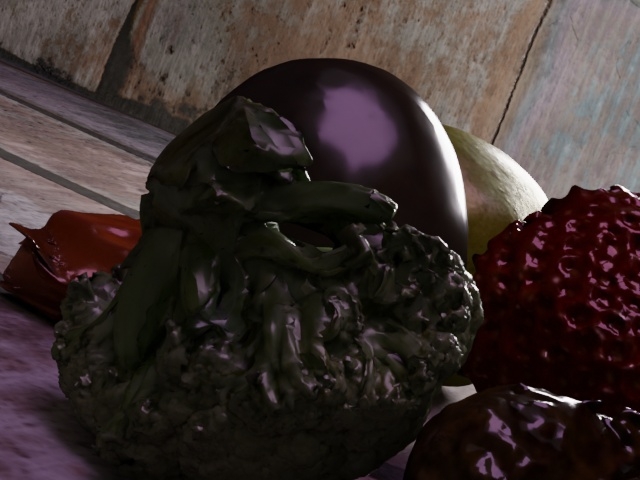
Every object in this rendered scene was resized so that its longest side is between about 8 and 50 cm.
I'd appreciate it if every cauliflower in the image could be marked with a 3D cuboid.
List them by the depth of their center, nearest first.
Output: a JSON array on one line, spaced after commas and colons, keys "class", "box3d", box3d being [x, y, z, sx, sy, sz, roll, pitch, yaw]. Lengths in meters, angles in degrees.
[{"class": "cauliflower", "box3d": [-0.041, 0.036, 1.038, 0.275, 0.250, 0.272, -13, 7, -3]}]

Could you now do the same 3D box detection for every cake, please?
[{"class": "cake", "box3d": [-0.152, 0.032, 1.446, 0.135, 0.098, 0.287, 19, 10, 26]}]

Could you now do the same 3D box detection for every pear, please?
[{"class": "pear", "box3d": [0.110, 0.012, 1.732, 0.294, 0.294, 0.294, 22, 6, -2]}]

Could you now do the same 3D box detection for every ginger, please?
[{"class": "ginger", "box3d": [0.220, 0.188, 1.019, 0.418, 0.176, 0.254, 10, 18, -33]}]

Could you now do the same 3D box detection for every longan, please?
[{"class": "longan", "box3d": [0.000, 0.000, 1.340, 0.243, 0.300, 0.300, 13, 4, 11]}]

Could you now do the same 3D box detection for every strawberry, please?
[{"class": "strawberry", "box3d": [0.300, 0.124, 1.432, 0.351, 0.267, 0.312, 35, -9, 42]}]
